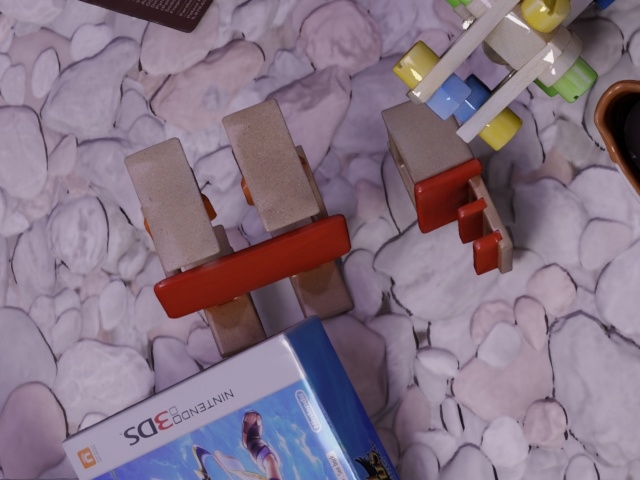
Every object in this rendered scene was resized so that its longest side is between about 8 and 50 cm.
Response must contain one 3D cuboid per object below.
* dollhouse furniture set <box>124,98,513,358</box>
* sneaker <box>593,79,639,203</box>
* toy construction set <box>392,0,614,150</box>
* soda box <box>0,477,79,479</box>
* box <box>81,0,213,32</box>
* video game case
[{"bbox_3d":[0.000,0.000,1.383,0.259,0.262,0.135,-21,72,-1],"label":"dollhouse furniture set"},{"bbox_3d":[0.288,-0.004,1.243,0.290,0.123,0.106,45,108,29],"label":"sneaker"},{"bbox_3d":[0.205,-0.205,1.274,0.328,0.215,0.151,-30,100,21],"label":"toy construction set"},{"bbox_3d":[-0.300,0.243,1.573,0.069,0.216,0.074,-14,77,34],"label":"soda box"},{"bbox_3d":[-0.174,-0.303,1.558,0.168,0.203,0.167,46,110,30],"label":"box"},{"bbox_3d":[-0.048,0.228,1.443,0.244,0.061,0.269,-28,88,31],"label":"video game case"}]
